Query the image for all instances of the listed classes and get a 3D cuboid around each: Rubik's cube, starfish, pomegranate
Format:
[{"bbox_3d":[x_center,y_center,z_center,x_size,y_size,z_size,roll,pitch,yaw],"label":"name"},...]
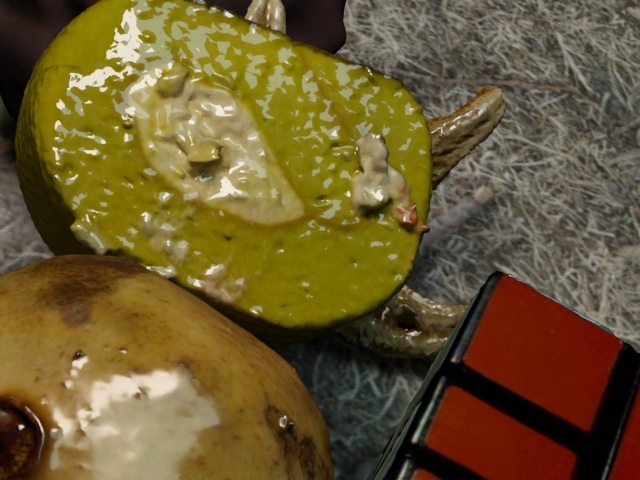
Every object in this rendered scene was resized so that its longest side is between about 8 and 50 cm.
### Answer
[{"bbox_3d":[0.129,0.241,1.073,0.283,0.288,0.293,30,46,5],"label":"Rubik's cube"},{"bbox_3d":[-0.006,0.002,1.314,0.375,0.094,0.327,28,75,-26],"label":"starfish"},{"bbox_3d":[-0.134,0.145,1.042,0.281,0.281,0.281,13,46,-14],"label":"pomegranate"}]

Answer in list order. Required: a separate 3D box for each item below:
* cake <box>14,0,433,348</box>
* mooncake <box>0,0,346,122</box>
[{"bbox_3d":[-0.065,-0.037,1.168,0.260,0.156,0.179,19,72,-13],"label":"cake"},{"bbox_3d":[-0.105,-0.168,1.338,0.283,0.283,0.141,-15,27,-35],"label":"mooncake"}]
